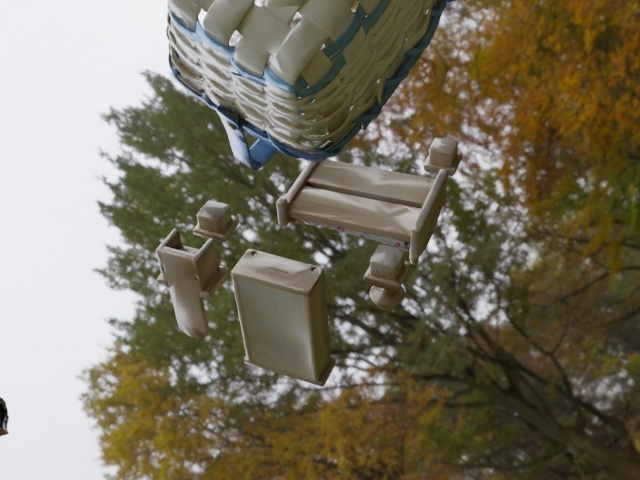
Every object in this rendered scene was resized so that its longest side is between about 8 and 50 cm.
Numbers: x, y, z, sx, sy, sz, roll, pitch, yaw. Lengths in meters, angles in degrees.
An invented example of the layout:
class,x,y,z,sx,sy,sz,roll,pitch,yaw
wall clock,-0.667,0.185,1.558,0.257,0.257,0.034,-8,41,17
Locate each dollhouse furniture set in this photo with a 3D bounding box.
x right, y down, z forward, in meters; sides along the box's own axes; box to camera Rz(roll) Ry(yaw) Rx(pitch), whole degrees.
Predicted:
class,x,y,z,sx,sy,sz,roll,pitch,yaw
dollhouse furniture set,0.000,0.000,1.100,0.355,0.303,0.173,-58,-27,-43

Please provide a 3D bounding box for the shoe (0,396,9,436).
class,x,y,z,sx,sy,sz,roll,pitch,yaw
shoe,-0.442,0.232,0.985,0.081,0.063,0.178,-18,1,-10

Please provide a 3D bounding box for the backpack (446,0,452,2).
class,x,y,z,sx,sy,sz,roll,pitch,yaw
backpack,0.118,-0.318,0.870,0.101,0.120,0.098,38,-115,-35

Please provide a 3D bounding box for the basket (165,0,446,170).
class,x,y,z,sx,sy,sz,roll,pitch,yaw
basket,-0.006,-0.197,0.704,0.254,0.201,0.289,-54,-12,-6
